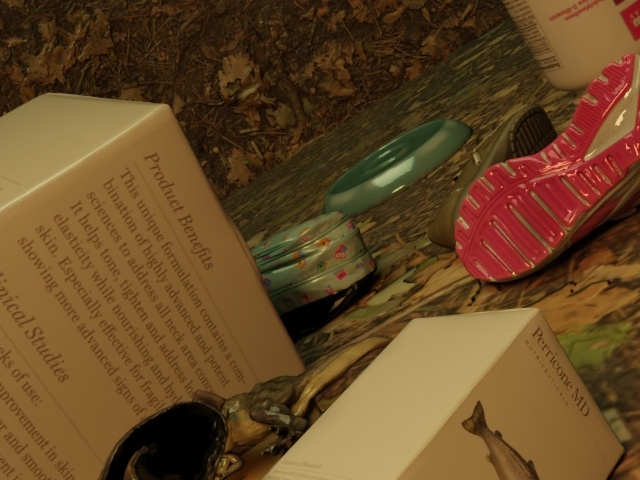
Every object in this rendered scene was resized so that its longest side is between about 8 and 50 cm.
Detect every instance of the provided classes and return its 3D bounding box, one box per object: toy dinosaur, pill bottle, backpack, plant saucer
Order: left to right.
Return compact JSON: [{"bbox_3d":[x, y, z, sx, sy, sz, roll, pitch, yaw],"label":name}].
[{"bbox_3d":[-0.017,0.133,0.615,0.268,0.064,0.118,-23,18,-24],"label":"toy dinosaur"},{"bbox_3d":[-0.025,0.041,0.976,0.182,0.115,0.152,-25,12,24],"label":"backpack"},{"bbox_3d":[0.129,-0.138,1.459,0.318,0.043,0.317,-32,13,8],"label":"plant saucer"},{"bbox_3d":[0.314,-0.279,0.938,0.160,0.283,0.160,-32,12,8],"label":"pill bottle"}]

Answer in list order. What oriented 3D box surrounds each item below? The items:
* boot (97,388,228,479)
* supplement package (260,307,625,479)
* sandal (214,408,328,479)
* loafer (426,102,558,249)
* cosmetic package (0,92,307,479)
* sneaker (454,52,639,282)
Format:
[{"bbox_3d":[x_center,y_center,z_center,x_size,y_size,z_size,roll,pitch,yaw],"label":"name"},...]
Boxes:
[{"bbox_3d":[-0.116,0.202,0.357,0.263,0.091,0.229,-74,6,-75],"label":"boot"},{"bbox_3d":[0.057,0.131,0.420,0.179,0.105,0.105,-42,14,-31],"label":"supplement package"},{"bbox_3d":[-0.103,0.190,0.667,0.240,0.079,0.088,-34,12,-1],"label":"sandal"},{"bbox_3d":[0.194,-0.074,0.900,0.087,0.094,0.251,-14,23,48],"label":"loafer"},{"bbox_3d":[-0.296,0.094,0.780,0.394,0.329,0.327,-39,31,-26],"label":"cosmetic package"},{"bbox_3d":[0.233,-0.047,0.711,0.252,0.103,0.111,-42,-31,28],"label":"sneaker"}]
